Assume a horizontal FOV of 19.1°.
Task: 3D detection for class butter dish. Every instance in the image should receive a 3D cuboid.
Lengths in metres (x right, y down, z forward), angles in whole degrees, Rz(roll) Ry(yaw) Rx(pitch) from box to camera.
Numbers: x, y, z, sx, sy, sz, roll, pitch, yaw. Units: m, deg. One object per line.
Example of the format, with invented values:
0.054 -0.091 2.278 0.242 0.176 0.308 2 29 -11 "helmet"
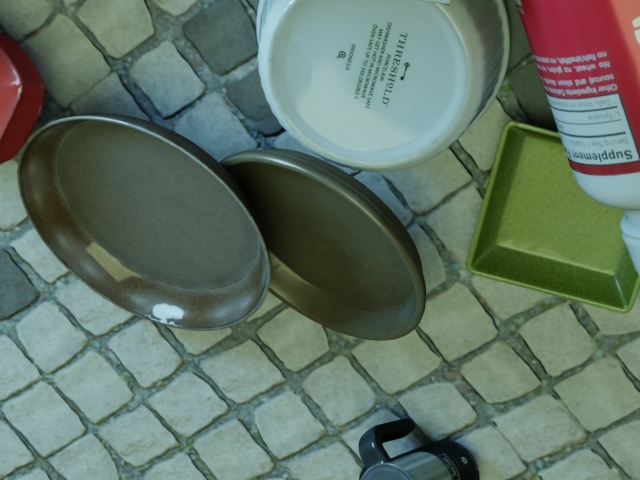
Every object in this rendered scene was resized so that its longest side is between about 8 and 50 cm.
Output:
-0.353 -0.156 2.074 0.160 0.118 0.160 49 124 31 "butter dish"

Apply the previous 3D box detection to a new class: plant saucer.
-0.186 -0.027 2.086 0.310 0.050 0.311 19 140 17 "plant saucer"
0.000 0.000 2.052 0.278 0.041 0.278 27 148 18 "plant saucer"
0.269 -0.032 2.052 0.188 0.045 0.188 15 117 3 "plant saucer"

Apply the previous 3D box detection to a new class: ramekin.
0.057 -0.195 1.964 0.272 0.127 0.273 4 116 9 "ramekin"

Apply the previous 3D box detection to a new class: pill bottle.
0.327 -0.178 1.844 0.229 0.229 0.408 -16 106 18 "pill bottle"

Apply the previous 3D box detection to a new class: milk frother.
0.085 0.291 2.196 0.129 0.134 0.143 42 117 24 "milk frother"

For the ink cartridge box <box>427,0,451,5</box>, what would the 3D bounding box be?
0.006 -0.340 1.797 0.272 0.115 0.198 9 97 3 "ink cartridge box"
